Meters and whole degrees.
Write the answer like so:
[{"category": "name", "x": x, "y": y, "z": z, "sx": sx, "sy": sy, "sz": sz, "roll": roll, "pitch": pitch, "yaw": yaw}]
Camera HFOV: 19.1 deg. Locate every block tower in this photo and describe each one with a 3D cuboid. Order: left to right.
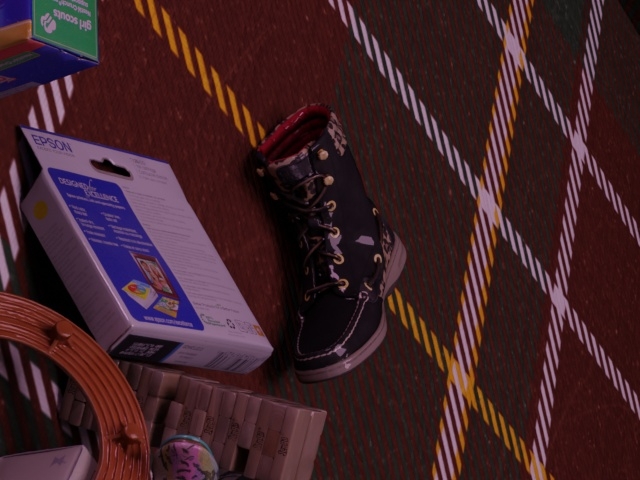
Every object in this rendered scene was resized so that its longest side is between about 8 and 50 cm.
[{"category": "block tower", "x": -0.149, "y": 0.201, "z": 2.175, "sx": 0.091, "sy": 0.335, "sz": 0.097, "roll": 16, "pitch": 88, "yaw": -57}]

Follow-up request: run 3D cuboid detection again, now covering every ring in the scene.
[{"category": "ring", "x": -0.326, "y": 0.190, "z": 1.999, "sx": 0.336, "sy": 0.032, "sz": 0.337, "roll": 21, "pitch": 47, "yaw": -24}]

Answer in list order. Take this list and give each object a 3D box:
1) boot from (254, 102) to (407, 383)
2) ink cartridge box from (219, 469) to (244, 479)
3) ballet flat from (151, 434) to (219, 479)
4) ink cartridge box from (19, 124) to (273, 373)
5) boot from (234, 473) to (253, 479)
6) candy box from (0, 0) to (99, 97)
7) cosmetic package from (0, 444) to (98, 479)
[{"category": "boot", "x": 0.000, "y": 0.000, "z": 2.678, "sx": 0.284, "sy": 0.138, "sz": 0.377, "roll": 65, "pitch": 29, "yaw": -24}, {"category": "ink cartridge box", "x": -0.091, "y": 0.312, "z": 2.495, "sx": 0.099, "sy": 0.056, "sz": 0.135, "roll": 34, "pitch": 52, "yaw": -49}, {"category": "ballet flat", "x": -0.160, "y": 0.284, "z": 2.105, "sx": 0.221, "sy": 0.077, "sz": 0.079, "roll": 117, "pitch": -11, "yaw": -64}, {"category": "ink cartridge box", "x": -0.224, "y": 0.016, "z": 2.317, "sx": 0.303, "sy": 0.072, "sz": 0.307, "roll": 13, "pitch": 38, "yaw": -57}, {"category": "boot", "x": -0.126, "y": 0.405, "z": 2.362, "sx": 0.236, "sy": 0.085, "sz": 0.179, "roll": -34, "pitch": 140, "yaw": -28}, {"category": "candy box", "x": -0.370, "y": -0.315, "z": 2.025, "sx": 0.122, "sy": 0.268, "sz": 0.317, "roll": 12, "pitch": 69, "yaw": -53}, {"category": "cosmetic package", "x": -0.261, "y": 0.384, "z": 2.110, "sx": 0.296, "sy": 0.129, "sz": 0.153, "roll": 60, "pitch": 36, "yaw": -30}]
